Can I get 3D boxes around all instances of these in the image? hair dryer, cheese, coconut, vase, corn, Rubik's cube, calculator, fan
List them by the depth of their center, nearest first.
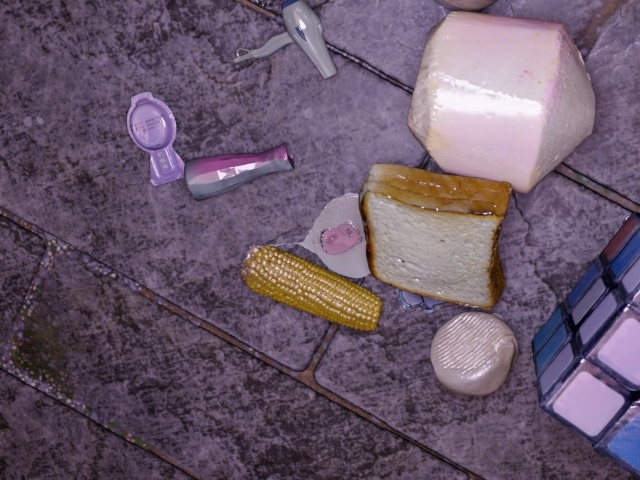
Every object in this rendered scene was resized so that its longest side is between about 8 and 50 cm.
[{"bbox_3d":[0.323,-0.242,1.398,0.310,0.297,0.297,15,106,9],"label":"coconut"},{"bbox_3d":[0.610,0.203,1.402,0.359,0.363,0.362,37,111,5],"label":"Rubik's cube"},{"bbox_3d":[-0.062,-0.356,1.560,0.199,0.067,0.167,-38,100,27],"label":"hair dryer"},{"bbox_3d":[-0.162,-0.144,1.612,0.214,0.086,0.086,-13,100,9],"label":"vase"},{"bbox_3d":[0.225,0.101,1.626,0.141,0.019,0.094,-17,99,16],"label":"calculator"},{"bbox_3d":[-0.017,0.098,1.632,0.305,0.106,0.106,23,106,0],"label":"corn"},{"bbox_3d":[-0.340,-0.211,1.646,0.105,0.042,0.190,-14,101,15],"label":"cheese"},{"bbox_3d":[0.000,0.000,1.649,0.310,0.010,0.182,-8,102,12],"label":"fan"}]

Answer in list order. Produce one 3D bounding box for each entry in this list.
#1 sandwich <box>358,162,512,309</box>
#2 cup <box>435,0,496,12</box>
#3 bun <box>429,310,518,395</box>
[{"bbox_3d":[0.210,-0.007,1.477,0.271,0.099,0.301,16,148,21],"label":"sandwich"},{"bbox_3d":[0.279,-0.554,1.360,0.228,0.301,0.257,15,149,-15],"label":"cup"},{"bbox_3d":[0.312,0.230,1.589,0.173,0.166,0.113,-16,143,21],"label":"bun"}]
